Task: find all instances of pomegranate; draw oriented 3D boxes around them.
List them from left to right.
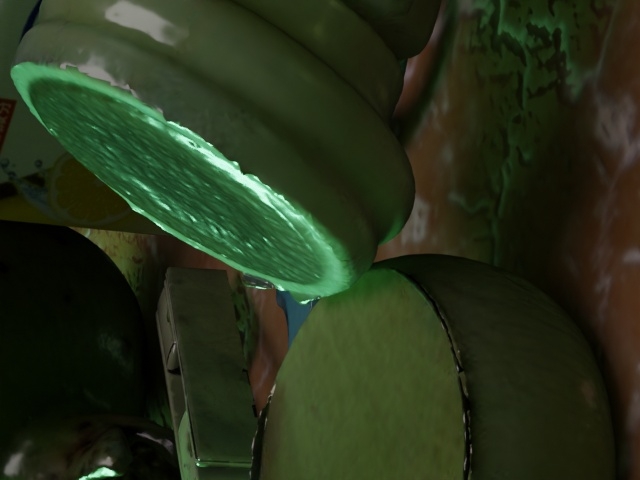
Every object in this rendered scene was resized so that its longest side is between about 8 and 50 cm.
[{"bbox_3d":[-0.180,0.094,1.151,0.306,0.242,0.242,3,84,24],"label":"pomegranate"}]

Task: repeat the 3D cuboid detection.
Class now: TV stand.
[{"bbox_3d":[-0.056,0.089,1.002,0.249,0.036,0.042,-107,25,-59],"label":"TV stand"}]

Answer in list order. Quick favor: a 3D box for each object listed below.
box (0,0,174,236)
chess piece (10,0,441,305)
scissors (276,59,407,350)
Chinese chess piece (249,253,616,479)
[{"bbox_3d":[-0.121,-0.136,1.106,0.265,0.168,0.097,-65,33,30],"label":"box"},{"bbox_3d":[0.018,-0.139,0.800,0.298,0.176,0.176,-57,22,-13],"label":"chess piece"},{"bbox_3d":[0.001,0.000,0.959,0.180,0.032,0.393,163,112,-71],"label":"scissors"},{"bbox_3d":[0.044,0.100,0.793,0.188,0.083,0.188,-30,55,56],"label":"Chinese chess piece"}]
